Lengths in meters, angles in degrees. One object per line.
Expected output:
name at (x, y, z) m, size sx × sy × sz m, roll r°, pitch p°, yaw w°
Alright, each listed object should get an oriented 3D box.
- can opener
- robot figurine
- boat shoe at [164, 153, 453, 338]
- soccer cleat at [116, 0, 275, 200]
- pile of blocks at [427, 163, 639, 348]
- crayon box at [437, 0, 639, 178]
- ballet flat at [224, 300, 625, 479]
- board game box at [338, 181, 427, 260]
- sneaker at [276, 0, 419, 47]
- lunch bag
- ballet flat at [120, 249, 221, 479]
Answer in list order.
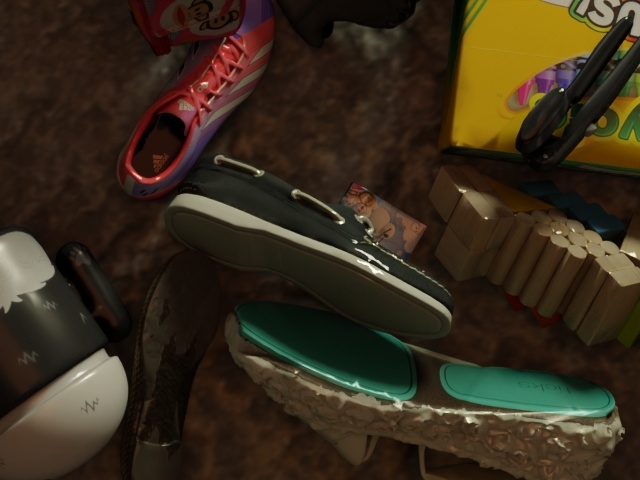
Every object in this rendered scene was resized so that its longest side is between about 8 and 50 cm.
can opener at (0.258, -0.140, 1.644) m, size 0.059 × 0.073 × 0.186 m, roll 44°, pitch 77°, yaw 6°
robot figurine at (-0.305, 0.099, 1.628) m, size 0.209 × 0.173 × 0.278 m, roll -36°, pitch 89°, yaw 10°
boat shoe at (0.000, 0.000, 1.664) m, size 0.303 × 0.114 × 0.091 m, roll 25°, pitch 59°, yaw 6°
soccer cleat at (-0.120, -0.147, 1.695) m, size 0.083 × 0.095 × 0.248 m, roll 34°, pitch 84°, yaw -2°
pile of blocks at (0.270, 0.040, 1.724) m, size 0.362 × 0.149 × 0.112 m, roll 28°, pitch 127°, yaw 7°
crayon box at (0.318, -0.222, 1.731) m, size 0.363 × 0.106 × 0.313 m, roll 7°, pitch 85°, yaw -4°
ballet flat at (0.093, 0.175, 1.679) m, size 0.409 × 0.147 × 0.147 m, roll 14°, pitch 85°, yaw -3°
board game box at (0.047, 0.001, 1.736) m, size 0.090 × 0.020 × 0.090 m, roll 31°, pitch 85°, yaw -2°
sneaker at (0.078, -0.281, 1.685) m, size 0.286 × 0.109 × 0.130 m, roll -17°, pitch 109°, yaw 30°
lunch bag at (-0.160, -0.345, 1.601) m, size 0.120 × 0.293 × 0.258 m, roll -17°, pitch 63°, yaw -6°
ballet flat at (-0.155, 0.131, 1.685) m, size 0.084 × 0.058 × 0.249 m, roll 9°, pitch 90°, yaw -26°
